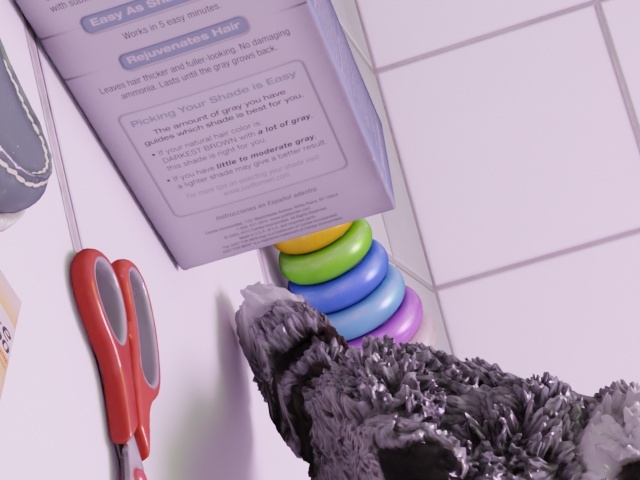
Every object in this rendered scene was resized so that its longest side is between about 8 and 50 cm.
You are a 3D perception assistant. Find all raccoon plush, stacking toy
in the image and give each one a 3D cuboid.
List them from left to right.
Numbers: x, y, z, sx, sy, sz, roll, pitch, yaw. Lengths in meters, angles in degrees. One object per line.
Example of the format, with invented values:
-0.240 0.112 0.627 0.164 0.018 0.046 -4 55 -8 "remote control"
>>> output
0.000 0.000 1.409 0.141 0.141 0.330 -85 150 -64 "stacking toy"
0.139 0.119 1.035 0.216 0.299 0.446 91 -23 -43 "raccoon plush"

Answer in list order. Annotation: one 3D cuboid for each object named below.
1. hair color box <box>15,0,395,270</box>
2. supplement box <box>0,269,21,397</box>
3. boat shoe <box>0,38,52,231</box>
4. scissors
-0.090 -0.157 0.965 0.114 0.185 0.374 -96 165 -44 "hair color box"
-0.174 0.043 0.620 0.098 0.036 0.062 -94 164 -52 "supplement box"
-0.194 -0.152 0.599 0.116 0.099 0.319 -85 151 -68 "boat shoe"
-0.113 0.138 0.837 0.109 0.021 0.297 56 19 -64 "scissors"
